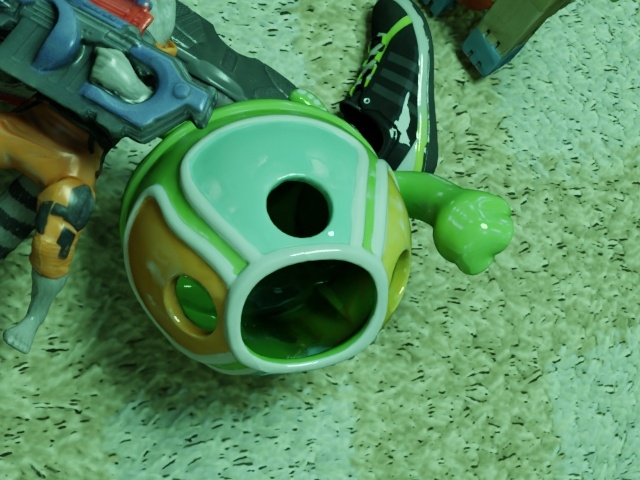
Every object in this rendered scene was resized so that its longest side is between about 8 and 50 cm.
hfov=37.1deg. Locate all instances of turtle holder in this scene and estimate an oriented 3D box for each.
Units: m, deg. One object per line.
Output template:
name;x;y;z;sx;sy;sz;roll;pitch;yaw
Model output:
turtle holder;-0.013;0.015;0.860;0.320;0.227;0.243;18;109;-27

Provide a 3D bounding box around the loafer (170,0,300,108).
loafer;-0.096;-0.139;0.990;0.303;0.095;0.109;38;36;-14

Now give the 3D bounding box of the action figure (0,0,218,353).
action figure;-0.257;-0.125;0.819;0.341;0.178;0.330;38;86;12

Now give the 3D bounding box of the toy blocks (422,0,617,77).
toy blocks;0.170;-0.363;1.061;0.191;0.261;0.381;-34;83;-23

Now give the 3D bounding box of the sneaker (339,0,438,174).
sneaker;0.069;-0.167;1.052;0.097;0.084;0.234;-2;77;-21

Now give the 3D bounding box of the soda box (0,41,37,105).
soda box;-0.258;-0.261;0.946;0.092;0.083;0.263;14;71;-19
